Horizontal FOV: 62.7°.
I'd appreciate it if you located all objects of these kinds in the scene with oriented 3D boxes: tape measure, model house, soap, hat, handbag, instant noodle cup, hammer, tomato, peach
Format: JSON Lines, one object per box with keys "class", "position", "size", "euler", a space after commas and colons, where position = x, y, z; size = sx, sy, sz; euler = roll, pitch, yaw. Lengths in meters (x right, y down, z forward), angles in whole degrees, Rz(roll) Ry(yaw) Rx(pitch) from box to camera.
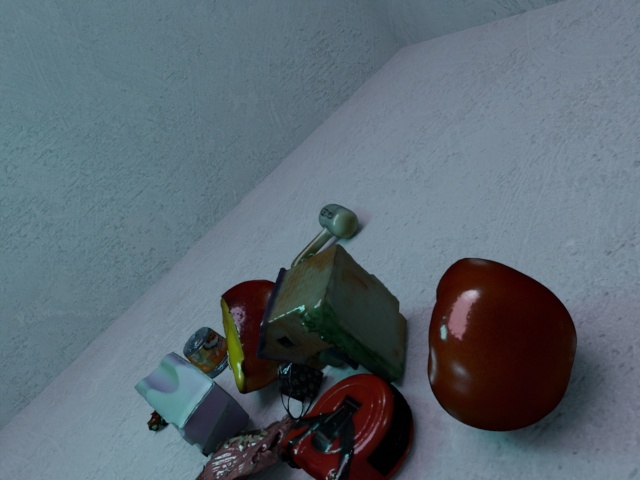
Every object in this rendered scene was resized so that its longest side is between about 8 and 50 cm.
{"class": "tape measure", "position": [0.060, 0.392, 1.067], "size": [0.260, 0.114, 0.253], "euler": [-50, 23, -18]}
{"class": "model house", "position": [0.008, 0.206, 1.237], "size": [0.280, 0.312, 0.245], "euler": [-27, 32, 31]}
{"class": "soap", "position": [-0.365, 0.454, 1.480], "size": [0.156, 0.261, 0.446], "euler": [-48, 21, -21]}
{"class": "hat", "position": [-0.200, 0.520, 1.255], "size": [0.286, 0.107, 0.237], "euler": [-39, -8, 20]}
{"class": "handbag", "position": [-0.054, 0.381, 1.320], "size": [0.072, 0.115, 0.139], "euler": [-26, 44, 36]}
{"class": "instant noodle cup", "position": [-0.400, 0.384, 1.852], "size": [0.208, 0.125, 0.177], "euler": [-31, 24, 27]}
{"class": "hammer", "position": [0.000, 0.000, 1.929], "size": [0.305, 0.113, 0.202], "euler": [-49, 19, -2]}
{"class": "tomato", "position": [0.302, 0.174, 0.884], "size": [0.227, 0.298, 0.298], "euler": [5, 41, 17]}
{"class": "peach", "position": [-0.193, 0.280, 1.520], "size": [0.281, 0.281, 0.338], "euler": [-26, 27, 37]}

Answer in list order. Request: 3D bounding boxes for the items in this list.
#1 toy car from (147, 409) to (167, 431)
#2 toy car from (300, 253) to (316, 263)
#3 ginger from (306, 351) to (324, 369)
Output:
{"class": "toy car", "position": [-0.549, 0.589, 1.823], "size": [0.073, 0.054, 0.143], "euler": [-31, 25, 25]}
{"class": "toy car", "position": [-0.063, 0.132, 1.841], "size": [0.186, 0.058, 0.093], "euler": [-54, 22, 2]}
{"class": "ginger", "position": [-0.008, 0.256, 1.404], "size": [0.214, 0.133, 0.059], "euler": [-48, 8, 8]}
